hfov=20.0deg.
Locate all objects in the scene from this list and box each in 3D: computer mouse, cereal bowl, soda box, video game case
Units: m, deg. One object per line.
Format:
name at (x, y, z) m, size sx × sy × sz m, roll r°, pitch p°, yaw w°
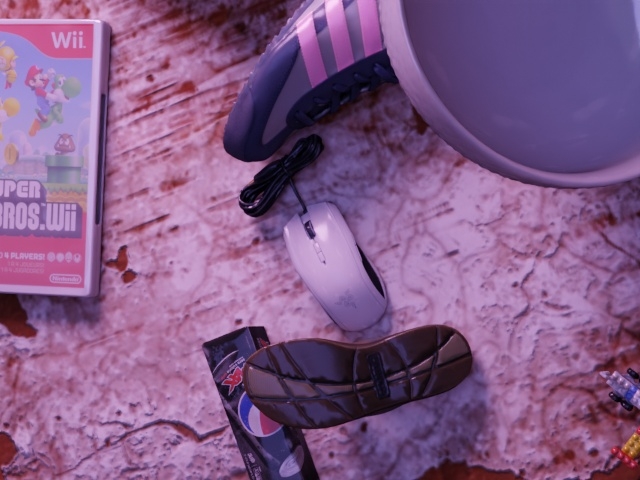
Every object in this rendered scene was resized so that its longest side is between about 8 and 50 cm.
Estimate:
computer mouse at (0.000, 0.000, 1.771) m, size 0.106 × 0.042 × 0.193 m, roll -34°, pitch 79°, yaw 13°
cereal bowl at (0.203, -0.212, 1.625) m, size 0.338 × 0.141 × 0.339 m, roll 0°, pitch 90°, yaw -17°
soda box at (-0.058, 0.170, 1.777) m, size 0.053 × 0.060 × 0.169 m, roll -23°, pitch 83°, yaw 13°
video game case at (-0.321, -0.087, 1.883) m, size 0.204 × 0.025 × 0.285 m, roll 2°, pitch 89°, yaw 18°

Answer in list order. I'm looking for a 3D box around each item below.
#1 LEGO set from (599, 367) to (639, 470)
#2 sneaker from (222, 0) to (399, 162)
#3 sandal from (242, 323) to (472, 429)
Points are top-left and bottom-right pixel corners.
LEGO set at (0.357, 0.194, 1.647) m, size 0.244 × 0.060 × 0.183 m, roll -11°, pitch 85°, yaw 14°
sneaker at (0.039, -0.179, 1.727) m, size 0.131 × 0.112 × 0.319 m, roll 42°, pitch 101°, yaw 13°
sandal at (0.035, 0.127, 1.743) m, size 0.219 × 0.060 × 0.090 m, roll -13°, pitch 85°, yaw -4°
